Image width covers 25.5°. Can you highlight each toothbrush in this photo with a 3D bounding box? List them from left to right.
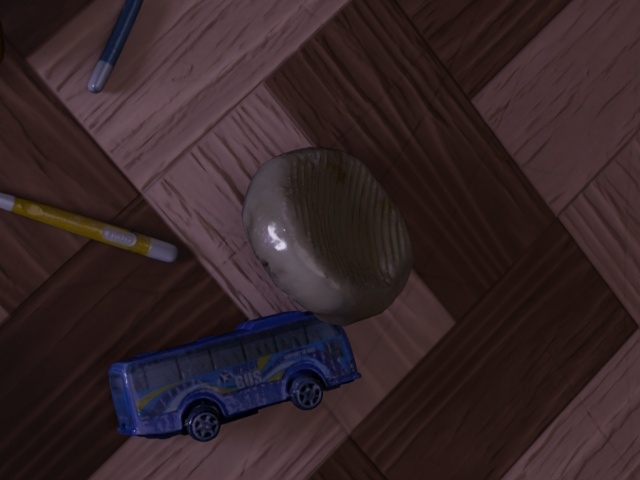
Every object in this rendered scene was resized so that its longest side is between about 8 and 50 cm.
[{"bbox_3d":[-0.261,-0.028,1.299,0.288,0.024,0.021,19,84,-24],"label":"toothbrush"},{"bbox_3d":[-0.158,-0.263,1.335,0.025,0.019,0.275,25,82,-31],"label":"toothbrush"}]

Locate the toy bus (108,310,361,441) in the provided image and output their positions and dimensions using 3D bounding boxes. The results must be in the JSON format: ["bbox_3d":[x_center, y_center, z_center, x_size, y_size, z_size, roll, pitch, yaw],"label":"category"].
[{"bbox_3d":[-0.082,0.129,1.359,0.237,0.079,0.094,-14,97,-23],"label":"toy bus"}]

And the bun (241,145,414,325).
[{"bbox_3d":[0.000,0.000,1.371,0.183,0.102,0.183,21,52,-29],"label":"bun"}]

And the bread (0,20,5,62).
[{"bbox_3d":[-0.375,-0.193,1.206,0.211,0.083,0.113,-8,102,-24],"label":"bread"}]
